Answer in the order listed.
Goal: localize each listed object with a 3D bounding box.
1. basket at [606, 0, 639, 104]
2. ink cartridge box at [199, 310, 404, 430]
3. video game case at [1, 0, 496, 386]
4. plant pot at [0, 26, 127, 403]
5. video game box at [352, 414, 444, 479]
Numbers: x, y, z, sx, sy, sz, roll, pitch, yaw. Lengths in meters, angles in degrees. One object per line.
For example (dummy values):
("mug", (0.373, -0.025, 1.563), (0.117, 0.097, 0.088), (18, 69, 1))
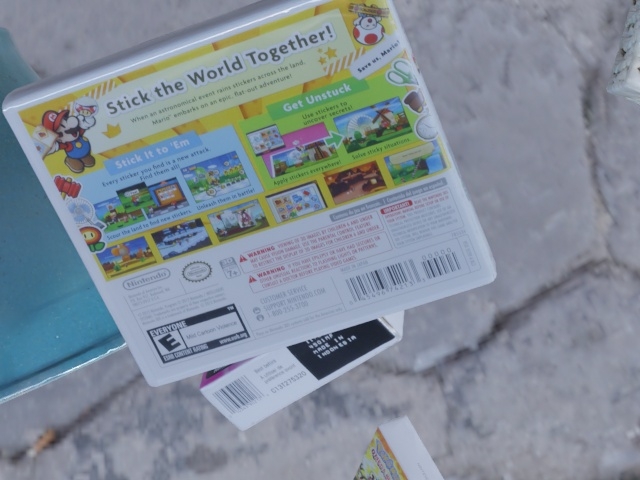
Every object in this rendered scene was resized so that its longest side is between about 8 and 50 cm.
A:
("basket", (0.254, -0.109, 0.931), (0.167, 0.113, 0.103), (18, 94, 3))
("ink cartridge box", (0.000, 0.000, 1.486), (0.175, 0.371, 0.069), (-32, 114, 25))
("video game case", (-0.037, -0.031, 0.948), (0.227, 0.026, 0.206), (-18, 118, 13))
("plant pot", (-0.266, -0.011, 1.224), (0.271, 0.271, 0.255), (-23, 92, 4))
("video game box", (0.111, 0.341, 1.960), (0.048, 0.205, 0.187), (-16, 149, -27))
